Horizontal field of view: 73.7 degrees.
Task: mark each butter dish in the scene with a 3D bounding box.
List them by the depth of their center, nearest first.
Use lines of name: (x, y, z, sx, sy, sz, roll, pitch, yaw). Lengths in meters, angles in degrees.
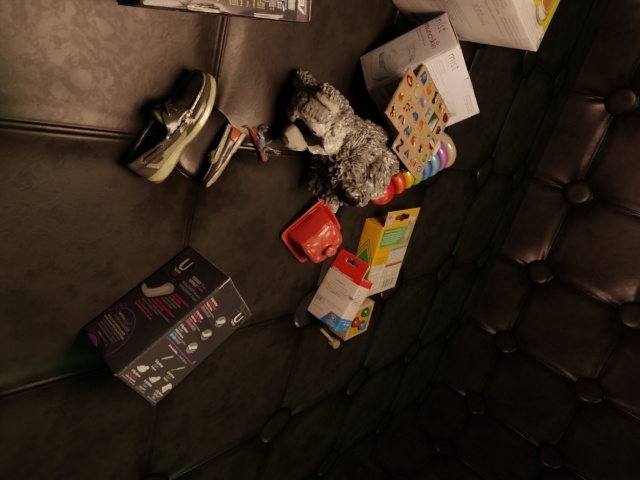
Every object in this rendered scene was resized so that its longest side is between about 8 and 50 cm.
butter dish: (0.000, 0.000, 1.171, 0.160, 0.118, 0.160, -40, 141, -5)

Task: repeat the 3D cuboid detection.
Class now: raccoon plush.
raccoon plush: (0.100, -0.290, 1.040, 0.446, 0.216, 0.300, -36, 133, -31)

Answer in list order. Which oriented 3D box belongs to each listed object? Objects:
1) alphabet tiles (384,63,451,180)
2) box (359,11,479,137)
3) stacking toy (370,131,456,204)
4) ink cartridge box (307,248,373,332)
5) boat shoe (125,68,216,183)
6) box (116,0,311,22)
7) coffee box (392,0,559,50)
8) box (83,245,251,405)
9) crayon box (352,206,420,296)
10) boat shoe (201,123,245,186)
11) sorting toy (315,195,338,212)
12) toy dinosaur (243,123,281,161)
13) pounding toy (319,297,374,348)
alphabet tiles: (0.230, -0.284, 1.017, 0.237, 0.009, 0.199, 34, 82, -49)
box: (0.264, -0.400, 1.110, 0.230, 0.127, 0.262, -21, 151, 23)
stacking toy: (0.275, -0.223, 1.368, 0.330, 0.141, 0.141, -36, 138, -19)
ink cartridge box: (0.073, 0.160, 1.371, 0.078, 0.134, 0.231, 25, 95, -53)
boat shoe: (-0.266, -0.208, 0.756, 0.224, 0.080, 0.073, -57, 149, 5)
box: (-0.142, -0.540, 0.609, 0.318, 0.097, 0.396, -22, 126, -42)
coffee box: (0.359, -0.680, 0.948, 0.337, 0.338, 0.335, 11, 105, -53)
box: (-0.310, 0.170, 0.894, 0.270, 0.165, 0.144, -42, 140, -22)
crayon box: (0.219, 0.027, 1.497, 0.203, 0.083, 0.323, -11, 123, -46)
boat shoe: (-0.208, -0.174, 0.881, 0.043, 0.049, 0.137, 33, 90, -12)
sorting toy: (0.029, -0.133, 1.196, 0.075, 0.044, 0.083, -57, 143, -18)
toy dinosaur: (-0.134, -0.217, 0.959, 0.090, 0.047, 0.082, 6, 123, -17)
pounding toy: (0.090, 0.312, 1.533, 0.180, 0.094, 0.206, -13, 124, -45)
